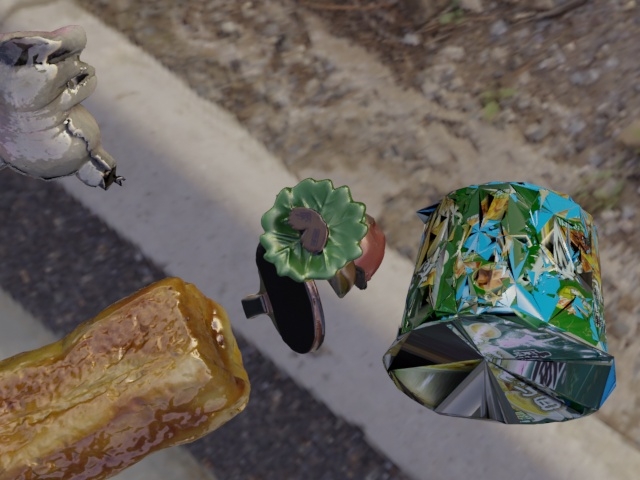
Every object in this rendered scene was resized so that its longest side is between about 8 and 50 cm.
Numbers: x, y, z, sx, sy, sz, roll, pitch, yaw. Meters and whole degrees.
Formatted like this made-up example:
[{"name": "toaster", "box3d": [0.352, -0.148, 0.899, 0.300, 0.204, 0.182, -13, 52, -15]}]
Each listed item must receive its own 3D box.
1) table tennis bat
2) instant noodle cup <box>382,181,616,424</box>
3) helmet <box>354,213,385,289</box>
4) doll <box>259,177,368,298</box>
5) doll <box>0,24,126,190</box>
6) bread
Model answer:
[{"name": "table tennis bat", "box3d": [-0.044, 0.061, 1.619, 0.220, 0.019, 0.130, -20, 88, 69]}, {"name": "instant noodle cup", "box3d": [0.188, 0.061, 1.540, 0.240, 0.178, 0.240, 8, 149, 5]}, {"name": "helmet", "box3d": [0.032, 0.002, 1.320, 0.049, 0.084, 0.065, -43, 63, -5]}, {"name": "doll", "box3d": [0.008, -0.007, 1.111, 0.076, 0.113, 0.078, -37, 78, 13]}, {"name": "doll", "box3d": [-0.285, -0.133, 1.546, 0.149, 0.095, 0.192, 1, 133, 8]}, {"name": "bread", "box3d": [-0.257, 0.184, 1.766, 0.344, 0.149, 0.195, -25, 52, 3]}]
